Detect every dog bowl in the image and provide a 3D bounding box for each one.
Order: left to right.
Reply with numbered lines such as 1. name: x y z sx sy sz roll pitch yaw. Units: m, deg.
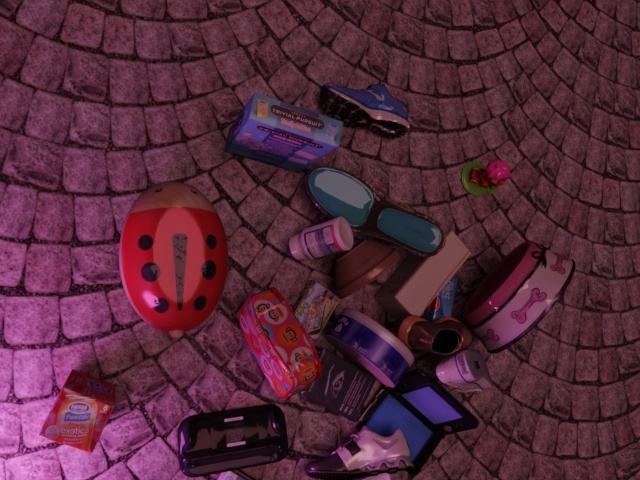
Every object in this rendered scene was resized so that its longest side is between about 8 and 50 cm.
1. dog bowl: 0.147 0.326 1.640 0.265 0.265 0.104 42 74 -12
2. dog bowl: 0.638 0.172 1.792 0.150 0.408 0.408 40 71 6

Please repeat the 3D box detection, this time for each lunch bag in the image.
1. lunch bag: -0.128 0.304 1.543 0.120 0.258 0.293 -22 70 -28

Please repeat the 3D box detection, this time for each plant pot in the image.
1. plant pot: 0.123 0.072 1.678 0.237 0.237 0.109 -36 90 -20

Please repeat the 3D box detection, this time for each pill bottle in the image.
1. pill bottle: 0.000 0.000 1.660 0.108 0.180 0.107 39 43 -48

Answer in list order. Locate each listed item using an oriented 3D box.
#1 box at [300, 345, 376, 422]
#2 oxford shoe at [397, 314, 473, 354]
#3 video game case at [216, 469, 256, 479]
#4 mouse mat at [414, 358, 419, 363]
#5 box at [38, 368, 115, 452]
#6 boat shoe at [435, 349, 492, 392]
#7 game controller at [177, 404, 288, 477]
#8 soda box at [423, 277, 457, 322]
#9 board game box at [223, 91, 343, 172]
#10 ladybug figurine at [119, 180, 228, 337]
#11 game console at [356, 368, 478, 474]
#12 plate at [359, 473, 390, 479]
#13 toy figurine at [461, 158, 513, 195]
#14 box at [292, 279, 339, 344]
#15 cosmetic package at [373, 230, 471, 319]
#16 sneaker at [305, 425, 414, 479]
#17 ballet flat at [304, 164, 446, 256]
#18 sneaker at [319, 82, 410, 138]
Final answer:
1. box: 0.041 0.442 1.671 0.207 0.108 0.153 34 74 -14
2. oxford shoe: 0.398 0.318 1.702 0.364 0.133 0.129 10 96 -44
3. video game case: -0.230 0.828 1.566 0.275 0.035 0.248 39 72 -13
4. mouse mat: 0.225 0.325 1.711 0.153 0.190 0.007 42 80 -12
5. box: -0.597 0.418 1.349 0.128 0.257 0.122 27 78 -16
6. boat shoe: 0.459 0.445 1.784 0.367 0.157 0.135 25 46 -59
7. game controller: -0.250 0.577 1.569 0.319 0.067 0.166 -1 62 -22
8. soda box: 0.407 0.227 1.856 0.071 0.067 0.210 15 79 -19
9. board game box: -0.118 -0.299 1.566 0.254 0.336 0.079 14 79 -20
10. ladybug figurine: -0.402 0.048 1.514 0.305 0.162 0.448 -4 86 -22
11. game console: 0.313 0.588 1.733 0.293 0.250 0.173 43 45 -12
12. plate: 0.109 0.889 1.684 0.278 0.045 0.277 -9 88 -22
13. toy figurine: 0.624 -0.230 1.938 0.173 0.159 0.130 19 78 -19
14. box: -0.036 0.241 1.701 0.114 0.036 0.207 34 74 -14
15. cosmetic package: 0.337 0.114 1.793 0.113 0.160 0.309 47 72 -11
16. sneaker: 0.112 0.660 1.680 0.331 0.122 0.146 -5 57 -7
17. ballet flat: 0.169 -0.086 1.728 0.483 0.182 0.164 27 93 1
18. sneaker: 0.150 -0.459 1.815 0.330 0.130 0.147 15 65 -22
